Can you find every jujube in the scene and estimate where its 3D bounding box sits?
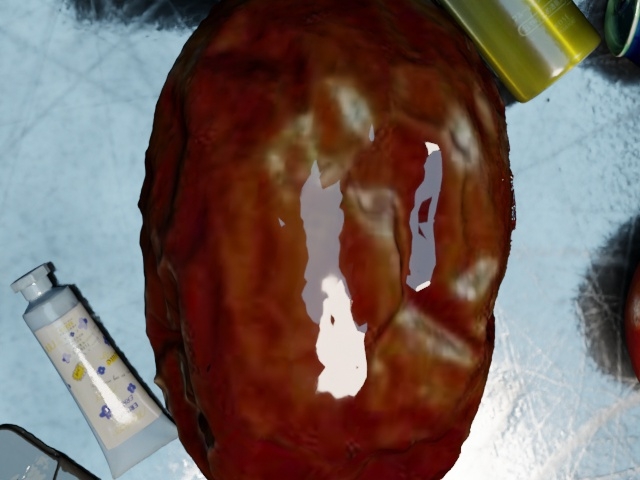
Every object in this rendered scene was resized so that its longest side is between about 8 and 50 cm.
[{"bbox_3d":[0.001,-0.001,1.115,0.277,0.276,0.376,-3,93,-3],"label":"jujube"}]

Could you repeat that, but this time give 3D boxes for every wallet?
[{"bbox_3d":[-0.207,0.212,1.225,0.157,0.018,0.082,37,89,-3],"label":"wallet"}]

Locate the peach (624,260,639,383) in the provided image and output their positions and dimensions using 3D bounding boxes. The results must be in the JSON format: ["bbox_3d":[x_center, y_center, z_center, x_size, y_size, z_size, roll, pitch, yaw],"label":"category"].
[{"bbox_3d":[0.337,0.045,1.200,0.190,0.226,0.196,19,129,27],"label":"peach"}]

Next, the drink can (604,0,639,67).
[{"bbox_3d":[0.326,-0.176,1.198,0.205,0.118,0.118,5,91,-4],"label":"drink can"}]

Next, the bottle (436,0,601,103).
[{"bbox_3d":[0.095,-0.238,1.201,0.082,0.082,0.286,-40,93,-2],"label":"bottle"}]

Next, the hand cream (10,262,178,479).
[{"bbox_3d":[-0.178,0.096,1.211,0.065,0.043,0.170,-33,95,-6],"label":"hand cream"}]
